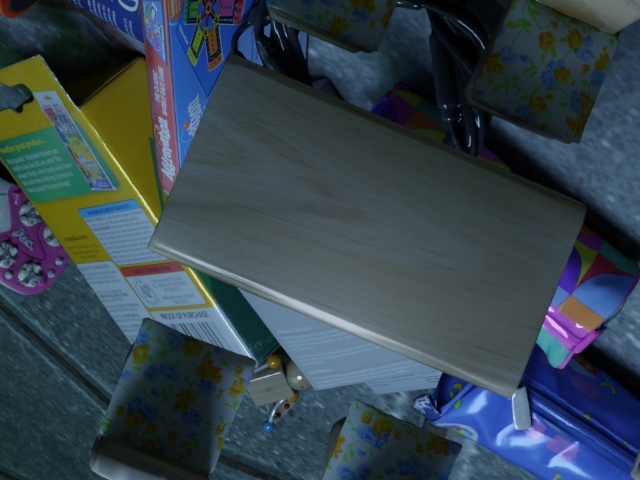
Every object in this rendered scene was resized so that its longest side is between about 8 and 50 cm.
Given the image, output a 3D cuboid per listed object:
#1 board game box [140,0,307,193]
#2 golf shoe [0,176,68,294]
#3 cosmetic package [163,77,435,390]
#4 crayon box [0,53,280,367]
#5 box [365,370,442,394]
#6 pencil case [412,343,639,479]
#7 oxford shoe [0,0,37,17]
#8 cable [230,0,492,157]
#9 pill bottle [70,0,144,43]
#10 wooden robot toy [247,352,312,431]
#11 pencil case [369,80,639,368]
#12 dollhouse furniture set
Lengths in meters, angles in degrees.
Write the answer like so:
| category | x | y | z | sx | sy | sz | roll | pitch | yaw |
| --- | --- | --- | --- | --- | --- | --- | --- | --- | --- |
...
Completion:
| category | x | y | z | sx | sy | sz | roll | pitch | yaw |
| --- | --- | --- | --- | --- | --- | --- | --- | --- | --- |
| board game box | -0.061 | -0.148 | 1.245 | 0.027 | 0.145 | 0.281 | 36 | 156 | 16 |
| golf shoe | -0.391 | -0.062 | 1.885 | 0.140 | 0.115 | 0.306 | 8 | 142 | 52 |
| cosmetic package | 0.000 | 0.000 | 1.441 | 0.127 | 0.107 | 0.238 | -10 | 126 | 33 |
| crayon box | -0.167 | -0.037 | 1.617 | 0.203 | 0.083 | 0.323 | -6 | 122 | 57 |
| box | 0.032 | 0.059 | 1.621 | 0.186 | 0.038 | 0.145 | 46 | 154 | -16 |
| pencil case | 0.227 | 0.172 | 1.459 | 0.306 | 0.119 | 0.133 | 36 | 178 | 0 |
| oxford shoe | -0.258 | -0.266 | 1.366 | 0.098 | 0.097 | 0.271 | 38 | 156 | 12 |
| cable | 0.041 | -0.111 | 1.211 | 0.150 | 0.047 | 0.184 | -42 | 96 | 20 |
| pill bottle | -0.133 | -0.198 | 1.314 | 0.169 | 0.094 | 0.094 | 30 | 155 | 14 |
| wooden robot toy | -0.037 | 0.119 | 1.818 | 0.079 | 0.076 | 0.173 | -12 | 138 | 13 |
| pencil case | 0.111 | -0.010 | 1.312 | 0.236 | 0.104 | 0.104 | 35 | 156 | -3 |
| dollhouse furniture set | 0.113 | 0.023 | 1.002 | 0.394 | 0.362 | 0.256 | 23 | 175 | -5 |
